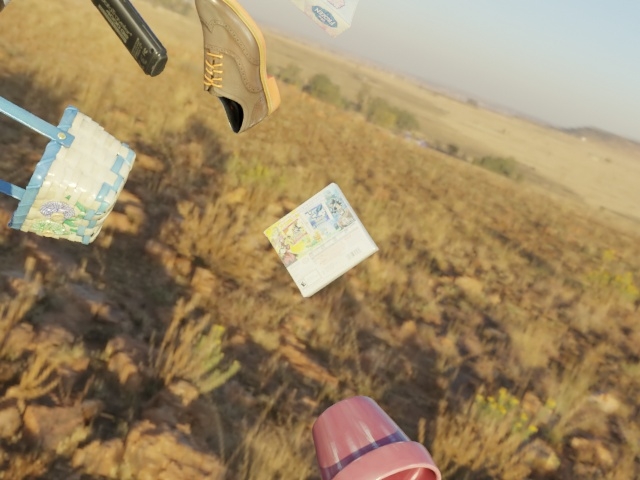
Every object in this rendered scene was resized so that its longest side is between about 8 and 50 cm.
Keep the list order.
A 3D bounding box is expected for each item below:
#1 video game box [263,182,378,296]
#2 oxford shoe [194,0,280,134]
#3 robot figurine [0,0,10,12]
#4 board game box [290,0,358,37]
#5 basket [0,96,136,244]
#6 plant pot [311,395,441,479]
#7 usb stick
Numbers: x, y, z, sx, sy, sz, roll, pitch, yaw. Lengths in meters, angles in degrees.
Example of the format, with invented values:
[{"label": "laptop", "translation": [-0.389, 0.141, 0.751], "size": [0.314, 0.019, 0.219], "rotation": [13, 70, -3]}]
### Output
[{"label": "video game box", "translation": [0.000, 0.000, 2.020], "size": [0.187, 0.205, 0.048], "rotation": [58, 12, 10]}, {"label": "oxford shoe", "translation": [-0.194, -0.380, 1.868], "size": [0.130, 0.132, 0.363], "rotation": [24, -28, 37]}, {"label": "robot figurine", "translation": [-0.595, -0.470, 1.494], "size": [0.174, 0.209, 0.278], "rotation": [9, 51, 17]}, {"label": "board game box", "translation": [-0.027, -0.691, 2.053], "size": [0.318, 0.318, 0.066], "rotation": [36, -37, -25]}, {"label": "basket", "translation": [-0.488, -0.131, 1.514], "size": [0.289, 0.201, 0.255], "rotation": [28, -34, -12]}, {"label": "plant pot", "translation": [0.077, 0.376, 1.497], "size": [0.201, 0.201, 0.180], "rotation": [11, 35, -38]}, {"label": "usb stick", "translation": [-0.387, -0.439, 1.693], "size": [0.045, 0.077, 0.278], "rotation": [-26, 74, -43]}]
